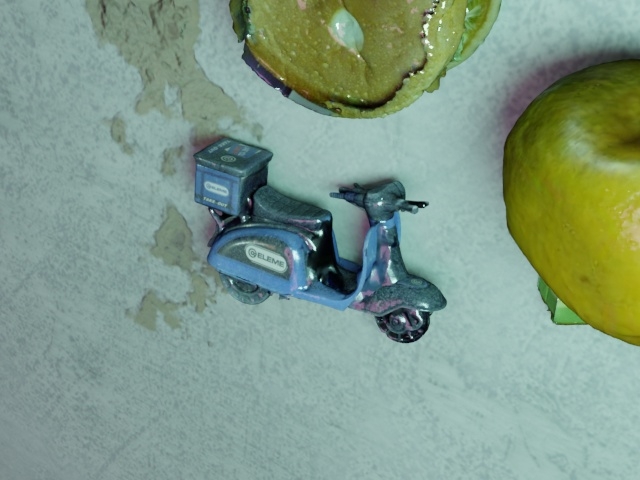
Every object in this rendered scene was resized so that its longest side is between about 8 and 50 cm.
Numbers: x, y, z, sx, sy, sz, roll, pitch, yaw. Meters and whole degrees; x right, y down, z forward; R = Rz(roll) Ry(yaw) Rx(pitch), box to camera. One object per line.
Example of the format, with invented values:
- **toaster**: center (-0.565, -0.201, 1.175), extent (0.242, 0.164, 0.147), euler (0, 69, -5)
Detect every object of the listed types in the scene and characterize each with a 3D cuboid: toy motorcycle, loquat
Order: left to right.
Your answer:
- **toy motorcycle**: center (0.000, 0.000, 1.317), extent (0.358, 0.125, 0.213), euler (18, 121, 21)
- **loquat**: center (0.319, -0.036, 1.014), extent (0.283, 0.276, 0.276), euler (26, 126, 32)

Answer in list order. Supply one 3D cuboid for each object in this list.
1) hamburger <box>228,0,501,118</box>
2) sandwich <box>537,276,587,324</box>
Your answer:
- **hamburger**: center (0.052, -0.285, 1.090), extent (0.276, 0.195, 0.318), euler (32, 129, 9)
- **sandwich**: center (0.330, 0.053, 1.225), extent (0.116, 0.074, 0.074), euler (1, 120, -6)
